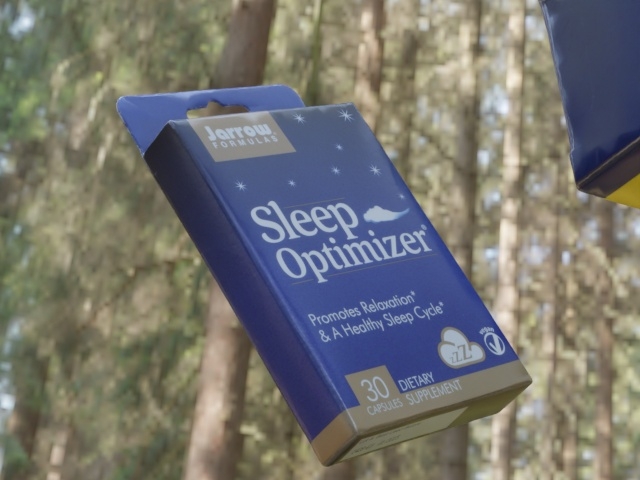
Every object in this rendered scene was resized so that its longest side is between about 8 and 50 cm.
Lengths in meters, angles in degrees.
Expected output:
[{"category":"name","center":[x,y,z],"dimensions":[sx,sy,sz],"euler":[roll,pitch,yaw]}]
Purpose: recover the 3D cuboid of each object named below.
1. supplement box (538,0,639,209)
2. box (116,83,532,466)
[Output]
[{"category":"supplement box","center":[0.352,-0.120,1.161],"dimensions":[0.356,0.194,0.195],"euler":[14,-36,-31]},{"category":"box","center":[0.000,0.000,0.856],"dimensions":[0.136,0.225,0.036],"euler":[-11,-30,-45]}]
